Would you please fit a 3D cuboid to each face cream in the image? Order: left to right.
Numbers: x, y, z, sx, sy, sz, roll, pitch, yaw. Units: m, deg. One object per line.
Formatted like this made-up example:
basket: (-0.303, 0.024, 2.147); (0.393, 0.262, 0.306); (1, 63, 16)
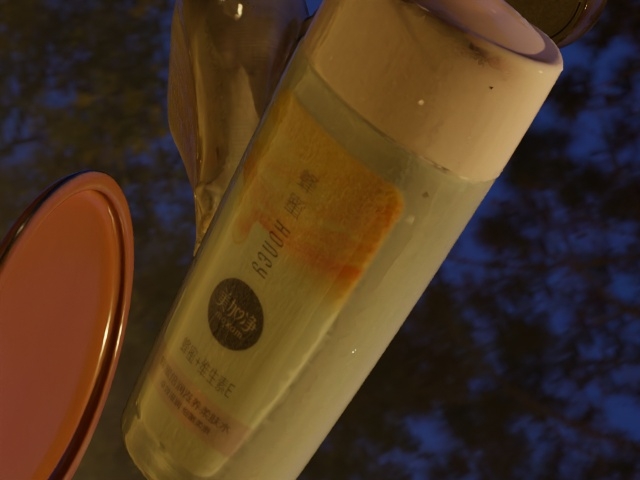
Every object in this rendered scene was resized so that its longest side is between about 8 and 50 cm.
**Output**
face cream: (0.000, 0.000, 0.850); (0.107, 0.073, 0.269); (41, -61, 20)

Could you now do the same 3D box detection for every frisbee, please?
frisbee: (-0.176, 0.075, 1.219); (0.021, 0.251, 0.251); (17, -66, 14)

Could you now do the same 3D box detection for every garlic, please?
garlic: (-0.016, -0.122, 1.683); (0.231, 0.340, 0.246); (-3, -78, -5)

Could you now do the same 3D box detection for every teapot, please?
teapot: (0.119, -0.140, 1.081); (0.121, 0.068, 0.076); (-22, -92, 27)
